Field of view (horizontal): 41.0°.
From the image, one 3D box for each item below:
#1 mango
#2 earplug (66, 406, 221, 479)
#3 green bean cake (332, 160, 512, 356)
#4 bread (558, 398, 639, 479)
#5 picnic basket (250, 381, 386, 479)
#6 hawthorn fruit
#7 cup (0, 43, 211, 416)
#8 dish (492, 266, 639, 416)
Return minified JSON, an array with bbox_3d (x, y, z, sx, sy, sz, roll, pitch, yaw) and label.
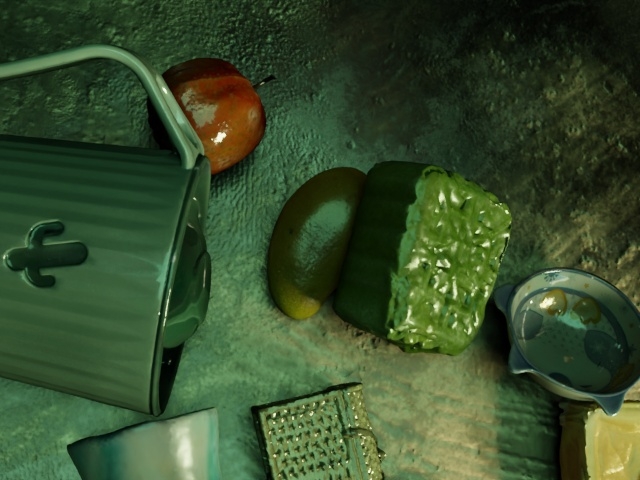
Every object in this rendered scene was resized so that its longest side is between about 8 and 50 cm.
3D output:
[{"bbox_3d":[0.000,0.000,1.187,0.136,0.099,0.227,30,83,-10],"label":"mango"},{"bbox_3d":[-0.180,0.379,1.021,0.185,0.185,0.324,-11,80,-13],"label":"earplug"},{"bbox_3d":[0.141,0.031,1.155,0.222,0.125,0.248,22,85,-45],"label":"green bean cake"},{"bbox_3d":[0.407,0.342,1.184,0.136,0.107,0.241,0,78,-8],"label":"bread"},{"bbox_3d":[0.007,0.291,1.106,0.154,0.134,0.196,-12,81,-9],"label":"picnic basket"},{"bbox_3d":[-0.140,-0.178,1.167,0.194,0.157,0.157,-32,86,-24],"label":"hawthorn fruit"},{"bbox_3d":[-0.320,-0.018,1.027,0.392,0.310,0.401,10,71,-4],"label":"cup"},{"bbox_3d":[0.342,0.152,1.206,0.228,0.086,0.236,-34,66,-29],"label":"dish"}]
